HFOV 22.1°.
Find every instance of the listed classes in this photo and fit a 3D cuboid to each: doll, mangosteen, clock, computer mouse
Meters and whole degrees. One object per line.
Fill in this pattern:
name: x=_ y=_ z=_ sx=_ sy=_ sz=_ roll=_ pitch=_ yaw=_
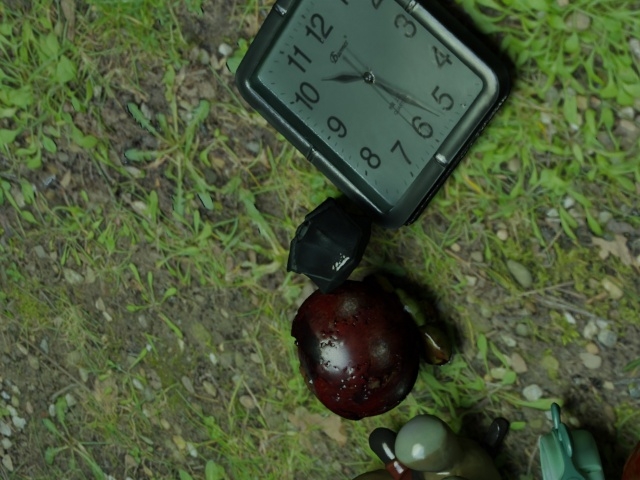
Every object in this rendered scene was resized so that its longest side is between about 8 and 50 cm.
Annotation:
doll: x=0.114 y=0.346 z=2.019 sx=0.330 sy=0.174 sz=0.235 roll=-49 pitch=51 yaw=40
mangosteen: x=0.057 y=0.118 z=1.937 sx=0.166 sy=0.180 sz=0.166 roll=51 pitch=157 yaw=31
clock: x=0.056 y=-0.181 z=1.842 sx=0.279 sy=0.049 sz=0.273 roll=44 pitch=133 yaw=9
computer mouse: x=0.000 y=0.000 z=1.908 sx=0.062 sy=0.106 sz=0.192 roll=30 pitch=180 yaw=-19
clock: x=0.289 y=0.282 z=1.863 sx=0.060 sy=0.148 sz=0.188 roll=-10 pitch=109 yaw=2

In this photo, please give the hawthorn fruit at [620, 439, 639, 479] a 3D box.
hawthorn fruit: x=0.451 y=0.328 z=1.704 sx=0.330 sy=0.287 sz=0.287 roll=18 pitch=127 yaw=1
